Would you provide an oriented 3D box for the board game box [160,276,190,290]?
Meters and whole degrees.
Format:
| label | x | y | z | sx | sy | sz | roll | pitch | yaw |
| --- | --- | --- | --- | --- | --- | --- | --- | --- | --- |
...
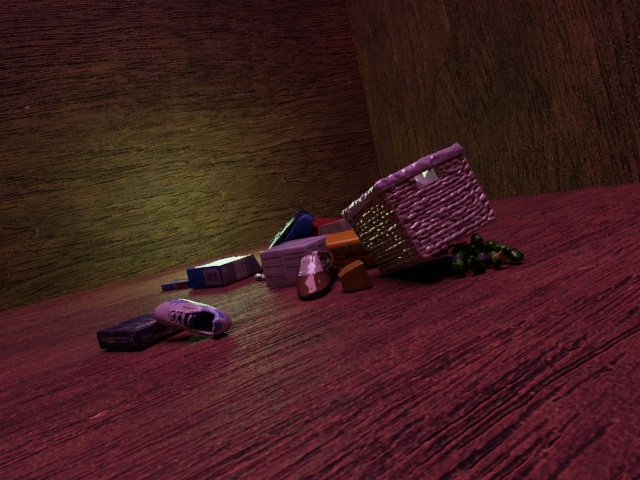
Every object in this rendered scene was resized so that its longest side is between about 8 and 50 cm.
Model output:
| label | x | y | z | sx | sy | sz | roll | pitch | yaw |
| --- | --- | --- | --- | --- | --- | --- | --- | --- | --- |
| board game box | -0.695 | 0.216 | 2.307 | 0.202 | 0.035 | 0.136 | -9 | 7 | 29 |

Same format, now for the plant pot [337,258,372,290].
| label | x | y | z | sx | sy | sz | roll | pitch | yaw |
| --- | --- | --- | --- | --- | --- | --- | --- | --- | --- |
| plant pot | 0.101 | 0.115 | 1.388 | 0.084 | 0.081 | 0.081 | -23 | 7 | -4 |

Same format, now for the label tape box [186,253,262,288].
| label | x | y | z | sx | sy | sz | roll | pitch | yaw |
| --- | --- | --- | --- | --- | --- | --- | --- | --- | --- |
| label tape box | -0.441 | 0.136 | 2.193 | 0.241 | 0.105 | 0.334 | -7 | 8 | 36 |

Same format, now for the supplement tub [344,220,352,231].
| label | x | y | z | sx | sy | sz | roll | pitch | yaw |
| --- | --- | --- | --- | --- | --- | --- | --- | --- | --- |
| supplement tub | 0.293 | -0.089 | 2.080 | 0.332 | 0.240 | 0.241 | -25 | 12 | -41 |

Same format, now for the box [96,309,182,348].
| label | x | y | z | sx | sy | sz | roll | pitch | yaw |
| --- | --- | --- | --- | --- | --- | --- | --- | --- | --- |
| box | -0.508 | 0.259 | 1.345 | 0.184 | 0.059 | 0.233 | -9 | 6 | 31 |

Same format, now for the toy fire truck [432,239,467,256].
| label | x | y | z | sx | sy | sz | roll | pitch | yaw |
| --- | --- | --- | --- | --- | --- | --- | --- | --- | --- |
| toy fire truck | 0.473 | 0.021 | 1.649 | 0.136 | 0.047 | 0.192 | -9 | 5 | 23 |

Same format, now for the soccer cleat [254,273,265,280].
| label | x | y | z | sx | sy | sz | roll | pitch | yaw |
| --- | --- | --- | --- | --- | --- | --- | --- | --- | --- |
| soccer cleat | -0.269 | 0.161 | 1.964 | 0.083 | 0.029 | 0.036 | -1 | 8 | 42 |

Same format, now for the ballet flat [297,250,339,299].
| label | x | y | z | sx | sy | sz | roll | pitch | yaw |
| --- | --- | --- | --- | --- | --- | --- | --- | --- | --- |
| ballet flat | -0.011 | 0.100 | 1.527 | 0.116 | 0.123 | 0.342 | -11 | 6 | 18 |

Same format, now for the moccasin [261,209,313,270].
| label | x | y | z | sx | sy | sz | roll | pitch | yaw |
| --- | --- | --- | --- | --- | --- | --- | --- | --- | --- |
| moccasin | -0.141 | 0.011 | 2.011 | 0.342 | 0.138 | 0.116 | -47 | 29 | 18 |

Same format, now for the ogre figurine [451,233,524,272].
| label | x | y | z | sx | sy | sz | roll | pitch | yaw |
| --- | --- | --- | --- | --- | --- | --- | --- | --- | --- |
| ogre figurine | 0.461 | 0.041 | 1.294 | 0.197 | 0.096 | 0.118 | -27 | 23 | 3 |

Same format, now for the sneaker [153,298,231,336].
| label | x | y | z | sx | sy | sz | roll | pitch | yaw |
| --- | --- | --- | --- | --- | --- | --- | --- | --- | --- |
| sneaker | -0.356 | 0.206 | 1.216 | 0.238 | 0.085 | 0.086 | 5 | -7 | 20 |

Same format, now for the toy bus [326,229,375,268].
| label | x | y | z | sx | sy | sz | roll | pitch | yaw |
| --- | --- | --- | --- | --- | --- | --- | --- | --- | --- |
| toy bus | 0.199 | 0.018 | 1.713 | 0.333 | 0.130 | 0.108 | -11 | 27 | 10 |

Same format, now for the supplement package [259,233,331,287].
| label | x | y | z | sx | sy | sz | roll | pitch | yaw |
| --- | --- | --- | --- | --- | --- | --- | --- | --- | --- |
| supplement package | -0.080 | 0.078 | 1.786 | 0.204 | 0.145 | 0.262 | -9 | 6 | 25 |

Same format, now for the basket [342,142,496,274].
| label | x | y | z | sx | sy | sz | roll | pitch | yaw |
| --- | --- | --- | --- | --- | --- | --- | --- | --- | --- |
| basket | 0.302 | -0.084 | 1.433 | 0.329 | 0.266 | 0.331 | -27 | -4 | -20 |

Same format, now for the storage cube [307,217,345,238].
| label | x | y | z | sx | sy | sz | roll | pitch | yaw |
| --- | --- | --- | --- | --- | --- | --- | --- | --- | --- |
| storage cube | 0.000 | 0.000 | 2.087 | 0.184 | 0.214 | 0.193 | -16 | 13 | -40 |
